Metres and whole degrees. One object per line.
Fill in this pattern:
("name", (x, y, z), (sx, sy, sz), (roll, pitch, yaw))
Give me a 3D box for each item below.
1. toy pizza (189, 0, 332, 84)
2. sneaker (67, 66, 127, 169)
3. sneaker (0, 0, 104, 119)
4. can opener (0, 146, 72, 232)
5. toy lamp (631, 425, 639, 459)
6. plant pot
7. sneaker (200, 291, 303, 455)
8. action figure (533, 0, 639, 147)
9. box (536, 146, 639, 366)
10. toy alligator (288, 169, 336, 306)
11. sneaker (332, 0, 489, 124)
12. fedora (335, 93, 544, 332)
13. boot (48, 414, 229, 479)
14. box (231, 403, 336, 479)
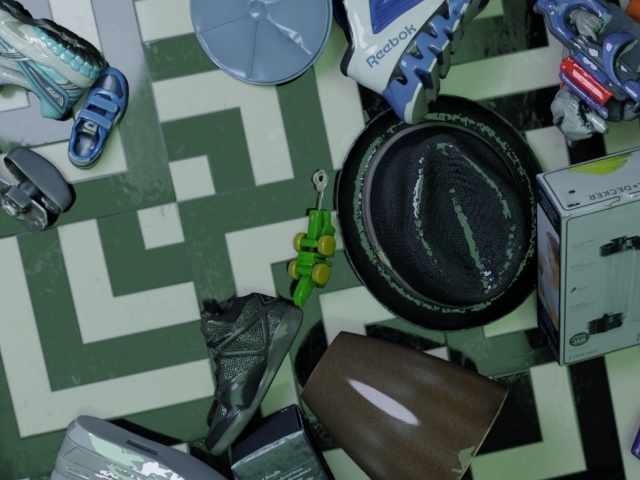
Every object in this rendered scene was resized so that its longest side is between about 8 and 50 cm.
("toy pizza", (-0.078, -0.308, 1.383), (0.201, 0.032, 0.201), (6, 111, 16))
("sneaker", (-0.297, -0.162, 1.388), (0.053, 0.059, 0.144), (19, 91, -4))
("sneaker", (-0.430, -0.256, 1.342), (0.283, 0.110, 0.122), (32, 104, -9))
("can opener", (-0.459, -0.123, 1.384), (0.283, 0.076, 0.095), (42, 58, -6))
("toy lamp", (0.542, 0.207, 1.480), (0.080, 0.080, 0.275), (36, 91, -7))
("plant pot", (0.097, 0.227, 1.396), (0.230, 0.215, 0.215), (31, 91, 8))
("sneaker", (-0.126, 0.172, 1.416), (0.130, 0.087, 0.228), (26, 88, -4))
("action figure", (0.463, -0.228, 1.398), (0.330, 0.178, 0.341), (-35, 72, 3))
("box", (0.377, 0.025, 1.369), (0.169, 0.087, 0.290), (-16, 134, -3))
("toy alligator", (0.000, 0.000, 1.435), (0.051, 0.056, 0.190), (16, 83, -49))
("sneaker", (0.115, -0.325, 1.370), (0.182, 0.127, 0.315), (27, 78, 13))
("fedora", (0.180, -0.033, 1.393), (0.334, 0.152, 0.334), (0, 94, -5))
("boot", (-0.244, 0.346, 1.424), (0.258, 0.095, 0.123), (25, 98, 2))
("box", (-0.030, 0.346, 1.403), (0.108, 0.153, 0.207), (-27, 95, -2))
